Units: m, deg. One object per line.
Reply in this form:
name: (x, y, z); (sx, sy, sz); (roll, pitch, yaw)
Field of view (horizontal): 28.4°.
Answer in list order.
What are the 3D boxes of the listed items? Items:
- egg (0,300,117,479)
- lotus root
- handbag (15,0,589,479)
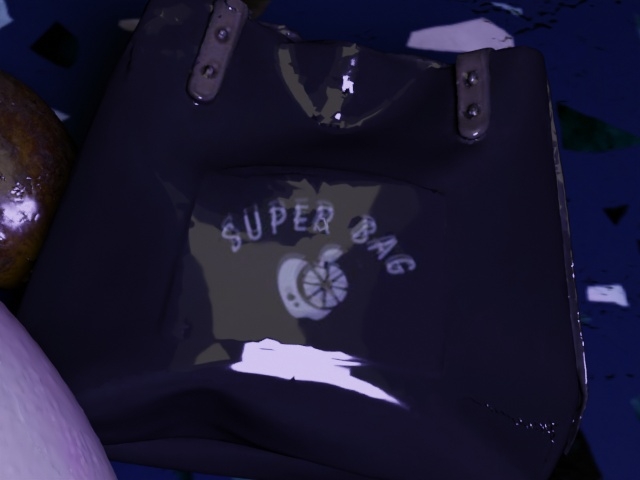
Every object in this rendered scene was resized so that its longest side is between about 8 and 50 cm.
egg: (-0.265, 0.110, 0.505); (0.354, 0.339, 0.354); (-11, 24, 5)
lotus root: (-0.221, -0.050, 0.818); (0.120, 0.120, 0.209); (-34, 75, -25)
handbag: (0.000, 0.000, 0.753); (0.342, 0.152, 0.288); (9, 78, -6)
